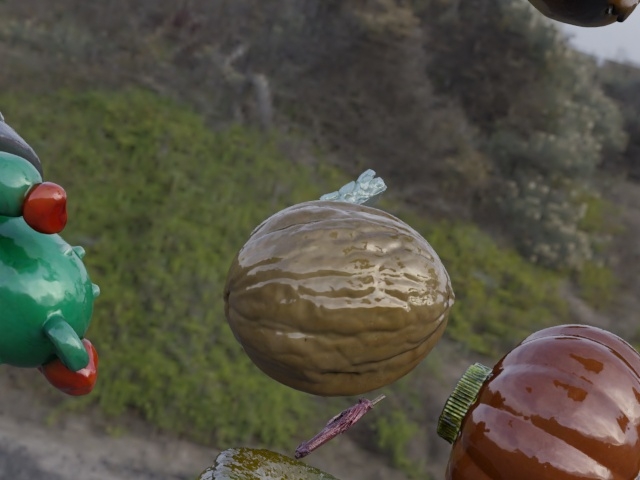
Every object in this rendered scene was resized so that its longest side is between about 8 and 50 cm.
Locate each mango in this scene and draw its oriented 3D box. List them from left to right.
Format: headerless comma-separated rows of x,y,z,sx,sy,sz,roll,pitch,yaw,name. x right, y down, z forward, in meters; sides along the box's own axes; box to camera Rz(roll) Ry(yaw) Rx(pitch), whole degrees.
0.319,-0.366,1.884,0.152,0.201,0.287,-3,-15,33,mango

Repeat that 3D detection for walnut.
0.022,0.065,1.670,0.261,0.225,0.225,2,10,-4,walnut

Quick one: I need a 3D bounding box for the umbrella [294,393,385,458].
0.027,0.252,2.047,0.165,0.025,0.027,-32,55,-31,umbrella

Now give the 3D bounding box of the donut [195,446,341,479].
-0.013,0.266,1.283,0.272,0.107,0.272,19,6,-2,donut

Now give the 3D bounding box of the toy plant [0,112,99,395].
-0.321,-0.022,1.353,0.185,0.279,0.400,-12,52,-39,toy plant

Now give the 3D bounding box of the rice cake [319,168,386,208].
0.000,0.000,2.013,0.038,0.211,0.124,47,48,12,rice cake

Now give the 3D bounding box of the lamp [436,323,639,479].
0.200,0.179,1.267,0.196,0.223,0.223,27,12,18,lamp
